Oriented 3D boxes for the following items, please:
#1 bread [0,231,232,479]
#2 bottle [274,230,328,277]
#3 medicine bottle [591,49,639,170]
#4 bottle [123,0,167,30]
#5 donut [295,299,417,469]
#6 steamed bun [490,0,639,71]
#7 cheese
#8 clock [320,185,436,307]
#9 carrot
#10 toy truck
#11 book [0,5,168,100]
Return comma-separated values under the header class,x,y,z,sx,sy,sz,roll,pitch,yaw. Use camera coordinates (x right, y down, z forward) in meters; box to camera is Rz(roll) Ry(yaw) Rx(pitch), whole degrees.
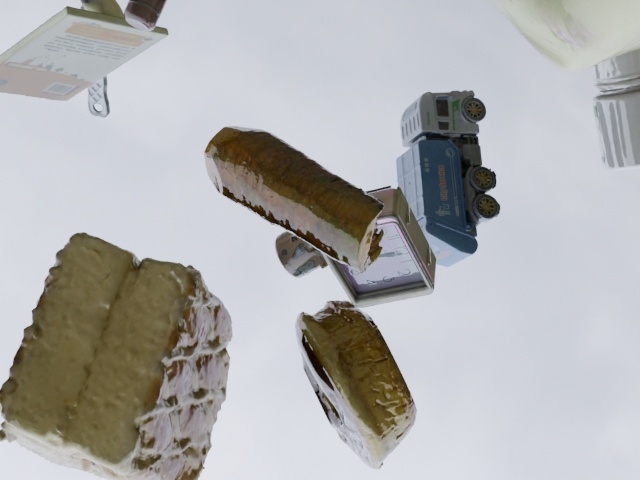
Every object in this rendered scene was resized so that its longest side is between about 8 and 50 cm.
class,x,y,z,sx,sy,sz,roll,pitch,yaw
bread,-0.340,0.232,1.975,0.279,0.371,0.390,12,159,14
bottle,0.000,-0.001,2.062,0.099,0.152,0.099,46,-152,-34
medicine bottle,0.601,-0.263,2.221,0.139,0.237,0.139,-13,-171,2
bottle,-0.248,-0.385,1.705,0.053,0.140,0.053,22,170,4
donut,0.067,0.249,2.060,0.160,0.330,0.330,-32,-127,-13
steamed bun,0.384,-0.438,1.675,0.371,0.290,0.456,53,169,-4
cheese,-0.446,-0.375,2.313,0.163,0.249,0.071,-7,-158,30
clock,0.089,0.013,1.791,0.071,0.147,0.192,-83,-27,-42
carrot,-0.031,-0.064,1.560,0.302,0.114,0.114,31,-157,30
toy truck,0.263,-0.135,2.397,0.175,0.146,0.367,3,-107,-22
book,-0.427,-0.307,1.917,0.208,0.295,0.020,3,-110,-49
